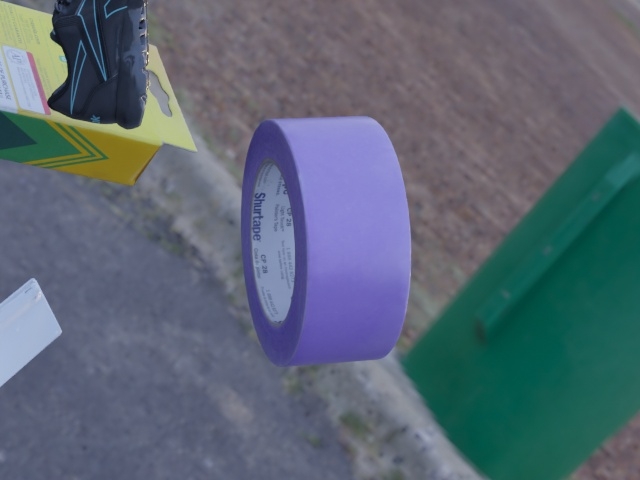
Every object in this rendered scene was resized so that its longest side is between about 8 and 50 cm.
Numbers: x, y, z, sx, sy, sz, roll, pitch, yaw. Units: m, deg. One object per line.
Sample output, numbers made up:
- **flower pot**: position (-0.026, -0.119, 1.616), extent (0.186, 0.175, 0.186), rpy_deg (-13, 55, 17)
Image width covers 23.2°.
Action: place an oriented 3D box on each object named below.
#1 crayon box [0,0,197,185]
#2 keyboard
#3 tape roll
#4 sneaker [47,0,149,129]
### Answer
- **crayon box**: position (-0.318, -0.177, 1.849), extent (0.318, 0.081, 0.202), rpy_deg (12, 41, -37)
- **keyboard**: position (-0.359, 0.133, 1.610), extent (0.256, 0.014, 0.072), rpy_deg (-45, 124, -47)
- **tape roll**: position (0.000, 0.000, 1.186), extent (0.080, 0.189, 0.189), rpy_deg (-3, 33, -18)
- **sneaker**: position (-0.226, -0.249, 1.613), extent (0.106, 0.267, 0.101), rpy_deg (4, 9, -3)
